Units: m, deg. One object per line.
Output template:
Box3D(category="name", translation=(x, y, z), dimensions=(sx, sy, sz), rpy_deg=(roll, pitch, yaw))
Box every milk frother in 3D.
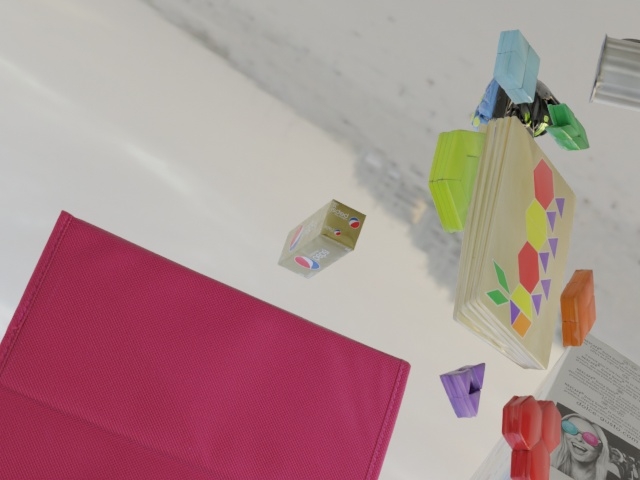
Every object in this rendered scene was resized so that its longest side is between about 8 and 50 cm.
Box3D(category="milk frother", translation=(0.383, -0.161, 1.613), dimensions=(0.134, 0.143, 0.129), rpy_deg=(14, -164, 9))

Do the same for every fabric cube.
Box3D(category="fabric cube", translation=(-0.127, 0.175, 0.957), dimensions=(0.258, 0.259, 0.254), rpy_deg=(24, 154, -8))

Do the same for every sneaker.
Box3D(category="sneaker", translation=(0.228, -0.152, 1.564), dimensions=(0.078, 0.067, 0.188), rpy_deg=(36, -155, 17))

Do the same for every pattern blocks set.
Box3D(category="pattern blocks set", translation=(0.159, 0.008, 1.119), dimensions=(0.026, 0.325, 0.285), rpy_deg=(-3, 142, 34))

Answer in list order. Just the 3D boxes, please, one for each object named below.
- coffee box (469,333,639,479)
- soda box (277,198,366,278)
Box3D(category="coffee box", translation=(0.347, 0.389, 1.724), dimensions=(0.338, 0.338, 0.334), rpy_deg=(33, -145, 6))
Box3D(category="soda box", translation=(0.000, 0.000, 2.037), dimensions=(0.058, 0.061, 0.181), rpy_deg=(26, 157, -13))
